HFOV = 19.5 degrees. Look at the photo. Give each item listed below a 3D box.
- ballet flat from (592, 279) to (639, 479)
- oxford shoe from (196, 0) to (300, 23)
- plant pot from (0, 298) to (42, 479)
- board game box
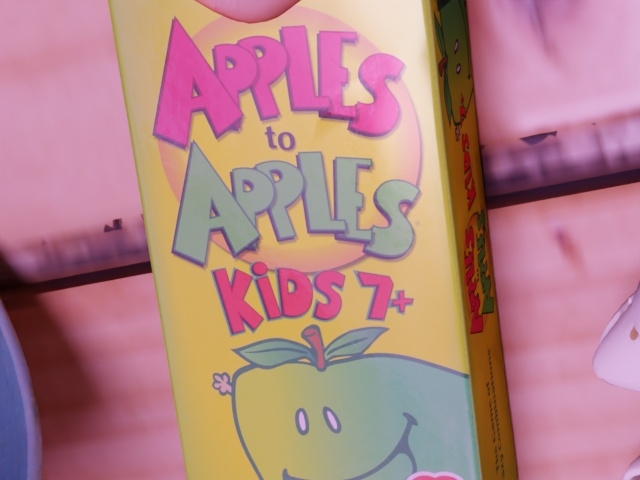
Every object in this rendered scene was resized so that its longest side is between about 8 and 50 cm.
[{"bbox_3d":[0.117,0.057,0.509,0.079,0.077,0.221,6,113,37],"label":"ballet flat"},{"bbox_3d":[-0.067,-0.235,0.429,0.132,0.130,0.364,-33,97,22],"label":"oxford shoe"},{"bbox_3d":[-0.251,0.078,0.519,0.290,0.290,0.195,39,121,2],"label":"plant pot"},{"bbox_3d":[0.000,0.000,0.537,0.092,0.043,0.181,-1,109,19],"label":"board game box"}]
